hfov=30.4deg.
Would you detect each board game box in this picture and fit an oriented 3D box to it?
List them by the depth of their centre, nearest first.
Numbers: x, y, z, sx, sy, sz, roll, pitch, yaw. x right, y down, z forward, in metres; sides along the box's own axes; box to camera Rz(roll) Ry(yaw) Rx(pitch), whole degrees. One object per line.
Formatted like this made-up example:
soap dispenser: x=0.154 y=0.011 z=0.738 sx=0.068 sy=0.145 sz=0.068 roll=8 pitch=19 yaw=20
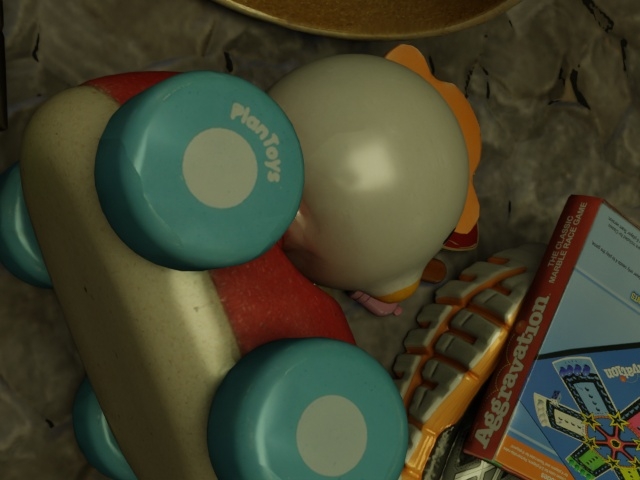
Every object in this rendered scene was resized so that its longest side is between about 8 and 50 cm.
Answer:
board game box: x=0.205 y=0.101 z=0.665 sx=0.281 sy=0.027 sz=0.145 roll=31 pitch=78 yaw=-34

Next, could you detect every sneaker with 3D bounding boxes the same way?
sneaker: x=0.081 y=0.101 z=0.645 sx=0.083 sy=0.084 sz=0.215 roll=29 pitch=89 yaw=-19

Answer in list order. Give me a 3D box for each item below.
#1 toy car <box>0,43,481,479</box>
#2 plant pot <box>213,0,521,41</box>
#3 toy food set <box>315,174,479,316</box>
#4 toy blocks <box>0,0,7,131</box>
toy car: x=0.000 y=0.000 z=0.554 sx=0.238 sy=0.219 sz=0.210 roll=-25 pitch=97 yaw=-27
plant pot: x=0.025 y=-0.269 z=0.572 sx=0.237 sy=0.237 sz=0.254 roll=23 pitch=68 yaw=-17
toy food set: x=0.041 y=0.002 z=0.664 sx=0.122 sy=0.019 sz=0.078 roll=-21 pitch=96 yaw=-26
toy blocks: x=-0.277 y=-0.189 z=0.497 sx=0.261 sy=0.191 sz=0.381 roll=-3 pitch=89 yaw=-7
